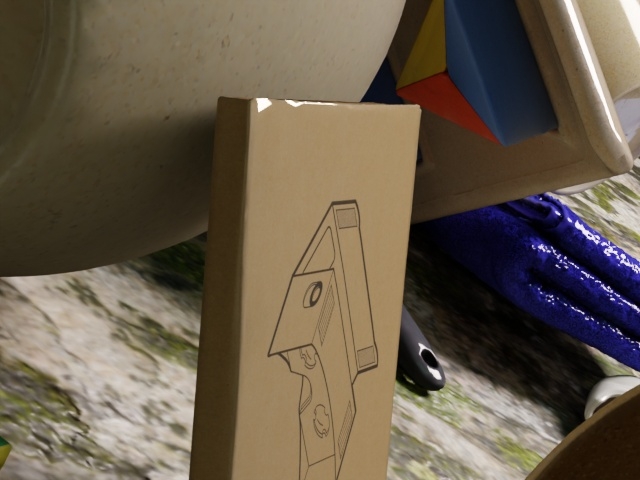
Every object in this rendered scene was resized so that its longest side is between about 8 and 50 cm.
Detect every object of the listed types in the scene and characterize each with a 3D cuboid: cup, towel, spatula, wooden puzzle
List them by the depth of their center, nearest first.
[{"bbox_3d":[-0.138,-0.118,0.655,0.331,0.331,0.237,33,21,-2],"label":"cup"},{"bbox_3d":[0.000,0.000,1.096,0.084,0.030,0.296,17,23,-43],"label":"spatula"},{"bbox_3d":[0.039,-0.166,1.096,0.348,0.080,0.322,-13,-81,66],"label":"wooden puzzle"},{"bbox_3d":[0.179,0.010,1.253,0.227,0.076,0.308,27,7,-22],"label":"towel"}]

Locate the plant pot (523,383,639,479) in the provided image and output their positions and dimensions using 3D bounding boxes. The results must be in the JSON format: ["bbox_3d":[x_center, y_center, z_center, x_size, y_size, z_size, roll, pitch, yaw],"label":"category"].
[{"bbox_3d":[0.202,0.200,0.596,0.254,0.237,0.237,41,11,-27],"label":"plant pot"}]

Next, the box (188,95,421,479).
[{"bbox_3d":[-0.005,0.044,0.672,0.021,0.201,0.164,8,6,23],"label":"box"}]

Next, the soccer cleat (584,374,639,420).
[{"bbox_3d":[0.257,0.154,1.095,0.196,0.068,0.076,31,19,18],"label":"soccer cleat"}]

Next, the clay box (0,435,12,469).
[{"bbox_3d":[-0.198,0.043,0.532,0.222,0.053,0.127,37,15,14],"label":"clay box"}]

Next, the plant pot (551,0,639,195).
[{"bbox_3d":[0.143,-0.175,1.281,0.256,0.256,0.274,9,40,-56],"label":"plant pot"}]
